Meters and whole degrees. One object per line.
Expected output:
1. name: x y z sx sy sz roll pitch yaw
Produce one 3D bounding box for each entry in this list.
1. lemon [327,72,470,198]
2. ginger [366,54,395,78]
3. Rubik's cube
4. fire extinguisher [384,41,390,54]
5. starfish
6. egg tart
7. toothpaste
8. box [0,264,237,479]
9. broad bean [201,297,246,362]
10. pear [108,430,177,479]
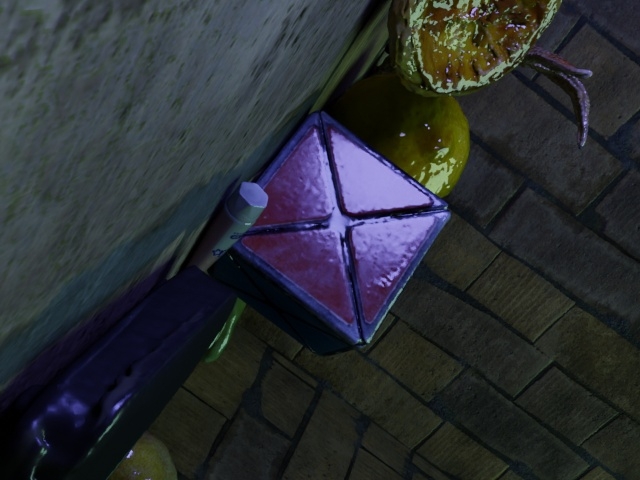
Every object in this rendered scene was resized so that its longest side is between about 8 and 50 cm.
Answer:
1. lemon: 0.125 -0.169 1.158 0.254 0.253 0.310 -54 -158 -15
2. ginger: 0.140 -0.324 1.418 0.157 0.102 0.216 -61 -174 -20
3. Rubik's cube: 0.000 0.000 0.993 0.255 0.259 0.260 -53 -176 -19
4. fire extinguisher: 0.163 -0.412 1.298 0.046 0.032 0.100 -42 -178 -26
5. starfish: 0.293 -0.295 1.130 0.384 0.398 0.132 -38 152 -64
6. egg tart: 0.189 -0.321 0.837 0.290 0.115 0.290 -23 143 -18
7. toothpaste: -0.130 0.004 0.801 0.194 0.043 0.067 -46 -172 37
8. box: -0.239 0.201 0.641 0.359 0.091 0.350 -53 180 18
9. broad bean: -0.248 0.188 1.560 0.169 0.100 0.228 -45 -163 24
10. pear: -0.312 0.381 0.946 0.229 0.188 0.211 -54 173 -26
